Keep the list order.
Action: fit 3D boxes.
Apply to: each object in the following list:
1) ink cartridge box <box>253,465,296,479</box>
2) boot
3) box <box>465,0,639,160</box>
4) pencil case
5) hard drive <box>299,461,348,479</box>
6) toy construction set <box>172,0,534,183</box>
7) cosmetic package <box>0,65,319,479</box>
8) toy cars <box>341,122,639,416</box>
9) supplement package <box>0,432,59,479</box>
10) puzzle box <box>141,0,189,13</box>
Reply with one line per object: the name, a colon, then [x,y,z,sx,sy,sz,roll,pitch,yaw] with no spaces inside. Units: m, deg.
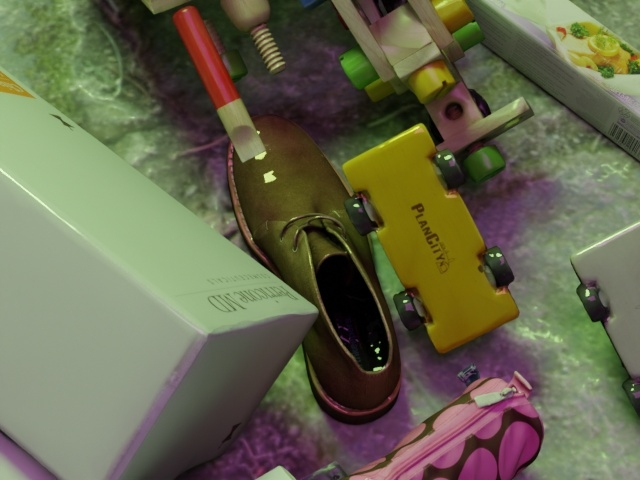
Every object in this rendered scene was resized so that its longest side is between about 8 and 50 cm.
ink cartridge box: [-0.135,0.305,0.955,0.333,0.165,0.065,-27,34,-19]
boot: [0.000,0.000,1.210,0.112,0.115,0.305,-18,65,-11]
box: [0.214,-0.202,1.355,0.324,0.067,0.063,39,66,15]
pencil case: [0.089,0.181,1.098,0.095,0.098,0.209,45,45,15]
hard drive: [-0.042,0.309,1.084,0.255,0.054,0.172,-34,71,-19]
toy construction set: [0.056,-0.144,1.219,0.309,0.257,0.237,-24,87,-14]
cosmetic package: [-0.250,-0.007,1.096,0.453,0.230,0.161,37,103,15]
toy cars: [0.191,0.032,1.204,0.394,0.087,0.176,22,100,-2]
supplement package: [-0.320,0.275,1.010,0.177,0.175,0.293,30,65,11]
puzzle box: [-0.121,-0.363,1.322,0.272,0.052,0.409,-24,42,-16]
